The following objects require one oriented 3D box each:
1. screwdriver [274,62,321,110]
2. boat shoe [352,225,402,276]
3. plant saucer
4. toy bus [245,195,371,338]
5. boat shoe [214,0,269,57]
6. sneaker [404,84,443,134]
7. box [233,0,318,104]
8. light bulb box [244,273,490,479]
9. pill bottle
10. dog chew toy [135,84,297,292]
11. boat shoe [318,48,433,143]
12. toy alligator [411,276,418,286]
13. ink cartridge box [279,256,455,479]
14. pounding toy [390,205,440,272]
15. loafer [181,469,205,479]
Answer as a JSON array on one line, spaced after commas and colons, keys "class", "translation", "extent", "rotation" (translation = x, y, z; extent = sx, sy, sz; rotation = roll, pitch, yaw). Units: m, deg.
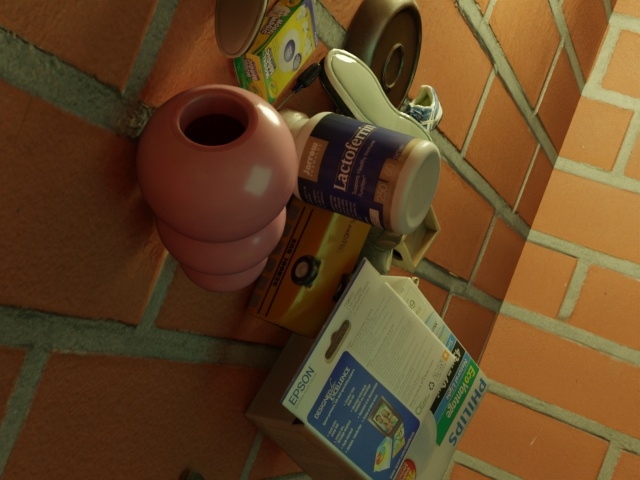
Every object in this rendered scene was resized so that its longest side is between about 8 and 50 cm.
[{"class": "screwdriver", "translation": [-0.051, -0.230, 1.627], "extent": [0.170, 0.024, 0.025], "rotation": [-50, 180, -27]}, {"class": "boat shoe", "translation": [0.095, -0.041, 1.979], "extent": [0.355, 0.132, 0.130], "rotation": [104, -3, -65]}, {"class": "plant saucer", "translation": [0.119, -0.329, 1.895], "extent": [0.310, 0.050, 0.310], "rotation": [-50, 150, -42]}, {"class": "toy bus", "translation": [0.000, 0.000, 1.766], "extent": [0.108, 0.130, 0.332], "rotation": [28, 82, -44]}, {"class": "boat shoe", "translation": [-0.087, -0.344, 1.365], "extent": [0.065, 0.075, 0.206], "rotation": [-3, 107, -63]}, {"class": "sneaker", "translation": [0.194, -0.238, 2.123], "extent": [0.081, 0.080, 0.211], "rotation": [73, 33, -47]}, {"class": "box", "translation": [-0.067, -0.281, 1.509], "extent": [0.179, 0.043, 0.105], "rotation": [-54, 153, -30]}, {"class": "light bulb box", "translation": [0.105, 0.311, 2.010], "extent": [0.361, 0.225, 0.357], "rotation": [50, 59, -34]}, {"class": "pill bottle", "translation": [0.043, -0.117, 1.611], "extent": [0.153, 0.265, 0.153], "rotation": [-49, 149, -43]}, {"class": "dog chew toy", "translation": [-0.135, -0.050, 1.363], "extent": [0.206, 0.207, 0.331], "rotation": [-55, 162, -32]}, {"class": "boat shoe", "translation": [0.080, -0.211, 1.770], "extent": [0.302, 0.091, 0.114], "rotation": [44, 47, -32]}, {"class": "toy alligator", "translation": [0.187, 0.174, 2.492], "extent": [0.051, 0.056, 0.189], "rotation": [-19, -141, 62]}, {"class": "ink cartridge box", "translation": [0.078, 0.239, 1.781], "extent": [0.307, 0.072, 0.303], "rotation": [46, 62, -28]}, {"class": "pounding toy", "translation": [0.158, -0.024, 2.201], "extent": [0.181, 0.094, 0.206], "rotation": [-56, 146, -20]}, {"class": "loafer", "translation": [-0.227, 0.470, 1.783], "extent": [0.056, 0.050, 0.148], "rotation": [-40, 128, -57]}]
